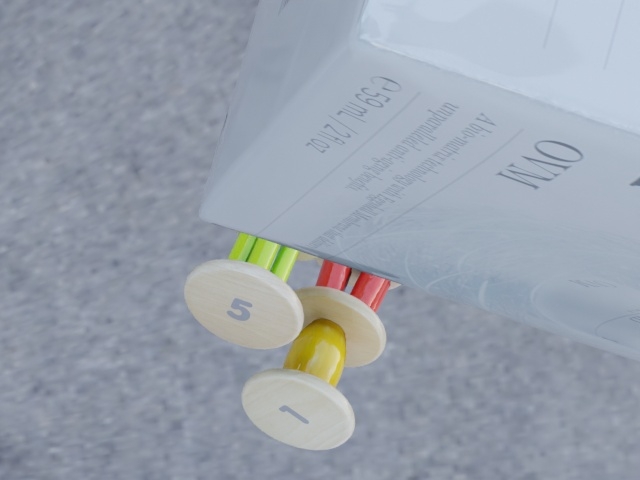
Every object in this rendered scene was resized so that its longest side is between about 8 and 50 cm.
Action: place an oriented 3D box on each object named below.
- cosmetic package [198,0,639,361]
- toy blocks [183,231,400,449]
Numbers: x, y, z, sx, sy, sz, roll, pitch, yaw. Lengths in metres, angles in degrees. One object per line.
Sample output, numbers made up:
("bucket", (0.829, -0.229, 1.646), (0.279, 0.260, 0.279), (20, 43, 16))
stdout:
("cosmetic package", (0.104, -0.048, 0.500), (0.224, 0.224, 0.138), (17, 79, -8))
("toy blocks", (0.000, 0.000, 0.850), (0.123, 0.054, 0.148), (66, 34, -40))
